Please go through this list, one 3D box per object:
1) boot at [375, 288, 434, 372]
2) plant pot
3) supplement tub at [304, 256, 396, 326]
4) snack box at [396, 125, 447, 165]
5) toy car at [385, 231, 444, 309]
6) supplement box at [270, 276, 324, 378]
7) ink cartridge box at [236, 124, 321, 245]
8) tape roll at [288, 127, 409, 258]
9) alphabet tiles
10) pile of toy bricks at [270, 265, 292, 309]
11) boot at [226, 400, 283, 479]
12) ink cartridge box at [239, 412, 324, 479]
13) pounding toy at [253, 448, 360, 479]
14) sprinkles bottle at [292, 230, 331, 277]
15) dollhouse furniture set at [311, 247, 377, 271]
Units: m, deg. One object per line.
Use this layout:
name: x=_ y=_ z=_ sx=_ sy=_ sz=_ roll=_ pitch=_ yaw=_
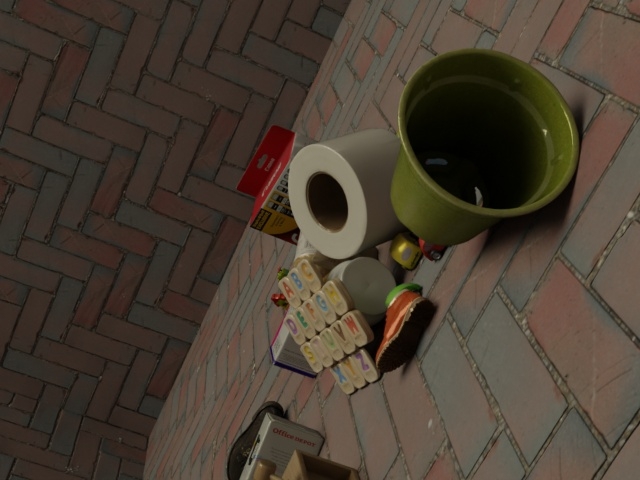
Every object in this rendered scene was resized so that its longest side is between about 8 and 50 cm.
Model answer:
boot: x=0.141 y=0.163 z=1.580 sx=0.158 sy=0.059 sz=0.084 roll=-59 pitch=33 yaw=4
plant pot: x=0.225 y=-0.117 z=1.371 sx=0.254 sy=0.276 sz=0.276 roll=116 pitch=171 yaw=-66
supplement tub: x=0.060 y=0.125 z=1.797 sx=0.199 sy=0.144 sz=0.144 roll=136 pitch=152 yaw=-59
snack box: x=0.221 y=-0.212 z=1.861 sx=0.174 sy=0.070 sz=0.207 roll=-51 pitch=21 yaw=51
toy car: x=0.170 y=0.064 z=1.663 sx=0.239 sy=0.053 sz=0.225 roll=152 pitch=138 yaw=-70
supplement box: x=-0.026 y=0.200 z=2.081 sx=0.111 sy=0.114 sz=0.220 roll=-114 pitch=46 yaw=-72
ink cartridge box: x=-0.081 y=-0.148 z=2.490 sx=0.309 sy=0.272 sz=0.130 roll=125 pitch=162 yaw=-44
tape roll: x=0.072 y=-0.100 z=1.803 sx=0.246 sy=0.169 sz=0.246 roll=26 pitch=126 yaw=43
alphabet tiles: x=0.011 y=0.178 z=1.749 sx=0.021 sy=0.278 sz=0.284 roll=-27 pitch=-9 yaw=-30
pile of toy bricks: x=-0.076 y=0.106 z=2.427 sx=0.212 sy=0.105 sz=0.118 roll=131 pitch=156 yaw=-54
boot: x=-0.157 y=0.517 z=2.091 sx=0.229 sy=0.091 sz=0.263 roll=-117 pitch=52 yaw=-81
ink cartridge box: x=-0.086 y=0.475 z=1.854 sx=0.072 sy=0.127 sz=0.175 roll=-165 pitch=97 yaw=-79
pounding toy: x=-0.030 y=0.452 z=1.510 sx=0.181 sy=0.206 sz=0.094 roll=-122 pitch=55 yaw=-73
sprinkles bottle: x=0.000 y=0.000 z=2.266 sx=0.121 sy=0.121 sz=0.355 roll=128 pitch=159 yaw=-49
dollhouse furniture set: x=0.064 y=-0.037 z=2.050 sx=0.259 sy=0.135 sz=0.262 roll=-83 pitch=20 yaw=-47
